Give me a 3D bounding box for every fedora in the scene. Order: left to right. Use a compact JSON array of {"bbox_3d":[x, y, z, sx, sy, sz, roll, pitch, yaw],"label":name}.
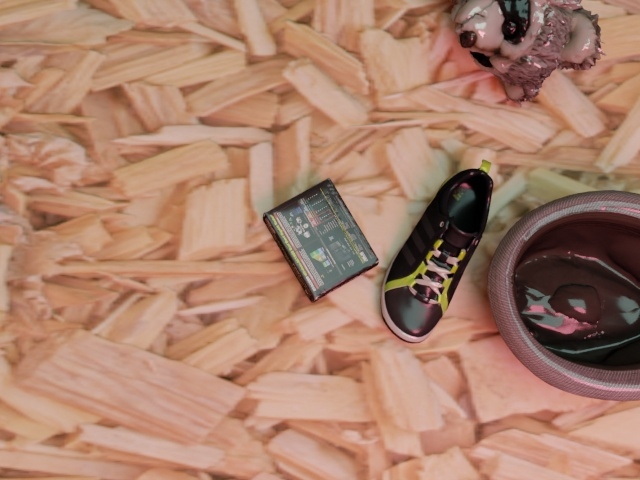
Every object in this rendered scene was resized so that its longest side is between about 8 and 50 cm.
[{"bbox_3d":[0.330,0.070,1.137,0.275,0.124,0.244,-1,76,1],"label":"fedora"}]

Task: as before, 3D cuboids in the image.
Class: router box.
[{"bbox_3d":[0.000,0.000,1.155,0.092,0.038,0.122,-29,83,-12],"label":"router box"}]

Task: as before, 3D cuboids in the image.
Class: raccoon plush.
[{"bbox_3d":[0.302,-0.387,1.200,0.446,0.216,0.299,-40,93,-13],"label":"raccoon plush"}]

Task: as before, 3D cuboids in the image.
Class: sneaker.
[{"bbox_3d":[0.140,0.007,1.140,0.084,0.097,0.235,24,76,-1],"label":"sneaker"}]
